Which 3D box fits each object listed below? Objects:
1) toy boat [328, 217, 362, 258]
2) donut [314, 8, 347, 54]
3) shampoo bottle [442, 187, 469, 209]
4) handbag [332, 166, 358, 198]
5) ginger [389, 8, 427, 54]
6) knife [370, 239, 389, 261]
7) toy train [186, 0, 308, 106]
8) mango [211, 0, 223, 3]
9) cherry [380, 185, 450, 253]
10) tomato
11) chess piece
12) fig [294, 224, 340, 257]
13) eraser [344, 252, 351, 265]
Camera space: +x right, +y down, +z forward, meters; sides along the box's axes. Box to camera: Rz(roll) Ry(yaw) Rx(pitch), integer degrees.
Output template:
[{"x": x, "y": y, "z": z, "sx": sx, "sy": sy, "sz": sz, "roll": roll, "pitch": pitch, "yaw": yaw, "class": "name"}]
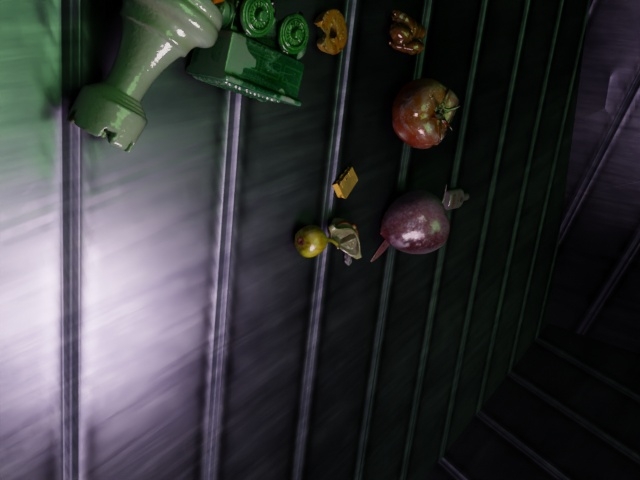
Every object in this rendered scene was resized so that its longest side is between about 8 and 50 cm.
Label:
[{"x": 0.070, "y": -0.014, "z": 1.665, "sx": 0.185, "sy": 0.089, "sz": 0.071, "roll": 44, "pitch": 25, "yaw": -47, "class": "toy boat"}, {"x": 0.024, "y": -0.528, "z": 1.436, "sx": 0.097, "sy": 0.043, "sz": 0.108, "roll": -24, "pitch": 121, "yaw": -44, "class": "donut"}, {"x": 0.533, "y": -0.165, "z": 2.221, "sx": 0.165, "sy": 0.040, "sz": 0.079, "roll": -12, "pitch": 112, "yaw": -48, "class": "shampoo bottle"}, {"x": 0.074, "y": -0.169, "z": 1.658, "sx": 0.083, "sy": 0.027, "sz": 0.061, "roll": -56, "pitch": 140, "yaw": -23, "class": "handbag"}, {"x": 0.249, "y": -0.603, "z": 1.666, "sx": 0.162, "sy": 0.073, "sz": 0.103, "roll": 15, "pitch": 79, "yaw": -47, "class": "ginger"}, {"x": 0.240, "y": -0.013, "z": 1.941, "sx": 0.247, "sy": 0.018, "sz": 0.035, "roll": -50, "pitch": 140, "yaw": -22, "class": "knife"}, {"x": -0.140, "y": -0.409, "z": 1.199, "sx": 0.266, "sy": 0.145, "sz": 0.201, "roll": 3, "pitch": 105, "yaw": -51, "class": "toy train"}, {"x": -0.204, "y": -0.572, "z": 1.048, "sx": 0.138, "sy": 0.187, "sz": 0.257, "roll": 132, "pitch": -18, "yaw": -69, "class": "mango"}, {"x": 0.324, "y": -0.060, "z": 1.871, "sx": 0.266, "sy": 0.183, "sz": 0.213, "roll": -22, "pitch": 83, "yaw": -7, "class": "cherry"}, {"x": 0.305, "y": -0.404, "z": 1.733, "sx": 0.155, "sy": 0.181, "sz": 0.214, "roll": 27, "pitch": 79, "yaw": -46, "class": "tomato"}, {"x": -0.320, "y": -0.312, "z": 0.996, "sx": 0.195, "sy": 0.195, "sz": 0.299, "roll": 28, "pitch": 91, "yaw": -52, "class": "chess piece"}, {"x": -0.014, "y": 0.003, "z": 1.586, "sx": 0.166, "sy": 0.093, "sz": 0.093, "roll": 2, "pitch": 104, "yaw": -69, "class": "fig"}, {"x": 0.085, "y": 0.029, "z": 1.758, "sx": 0.027, "sy": 0.019, "sz": 0.099, "roll": -41, "pitch": 136, "yaw": -54, "class": "eraser"}]
